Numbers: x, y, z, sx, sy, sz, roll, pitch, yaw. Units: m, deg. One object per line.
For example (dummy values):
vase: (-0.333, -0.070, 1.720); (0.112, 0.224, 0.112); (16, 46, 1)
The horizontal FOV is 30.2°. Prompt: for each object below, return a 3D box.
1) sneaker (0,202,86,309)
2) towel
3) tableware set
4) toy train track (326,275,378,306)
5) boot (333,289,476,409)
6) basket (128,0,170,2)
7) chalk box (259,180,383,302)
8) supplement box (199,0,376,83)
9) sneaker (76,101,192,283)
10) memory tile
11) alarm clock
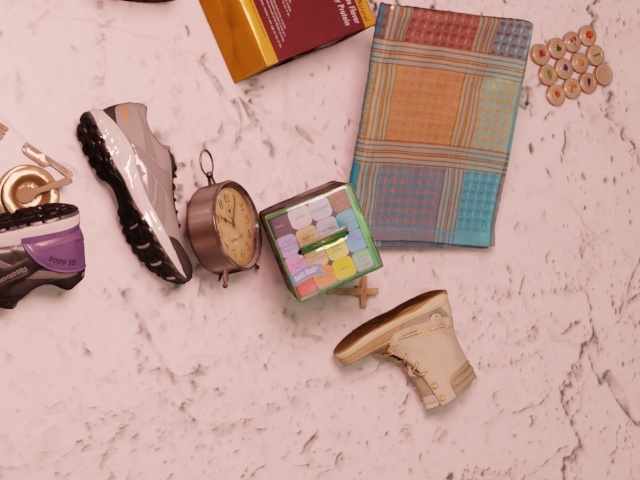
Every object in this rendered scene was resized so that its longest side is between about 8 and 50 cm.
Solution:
sneaker: (-0.443, 0.041, 1.535); (0.283, 0.107, 0.124); (-11, 109, -16)
towel: (0.180, -0.162, 1.808); (0.271, 0.040, 0.370); (1, 108, -25)
tableware set: (-0.433, -0.092, 1.584); (0.194, 0.039, 0.128); (34, 72, -19)
toy train track: (0.048, 0.078, 1.814); (0.083, 0.014, 0.048); (0, 92, -20)
boot: (0.134, 0.186, 1.810); (0.213, 0.077, 0.165); (-25, 98, -28)
basket: (-0.249, -0.456, 1.647); (0.204, 0.154, 0.227); (4, 87, -24)
chalk box: (0.000, 0.000, 1.670); (0.132, 0.213, 0.132); (-22, 97, -4)
supplement box: (-0.058, -0.360, 1.736); (0.194, 0.129, 0.191); (-26, 97, -25)
sneaker: (-0.233, -0.068, 1.647); (0.108, 0.100, 0.272); (-26, 97, -30)
memory tile: (0.430, -0.299, 2.028); (0.148, 0.012, 0.113); (-24, 96, -26)
alarm clock: (-0.143, -0.035, 1.677); (0.129, 0.064, 0.192); (-29, 108, -63)
